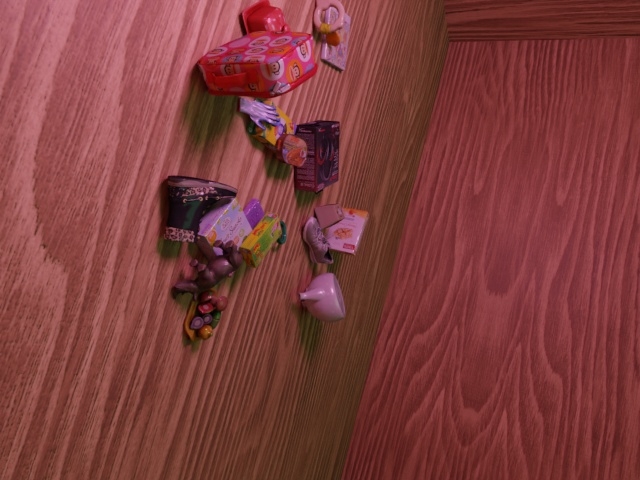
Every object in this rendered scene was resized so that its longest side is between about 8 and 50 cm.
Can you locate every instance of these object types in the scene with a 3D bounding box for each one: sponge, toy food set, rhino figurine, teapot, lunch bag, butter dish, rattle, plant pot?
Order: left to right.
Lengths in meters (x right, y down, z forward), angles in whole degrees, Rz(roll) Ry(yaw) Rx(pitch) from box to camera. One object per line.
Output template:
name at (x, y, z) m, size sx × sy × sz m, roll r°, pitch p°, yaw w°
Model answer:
rhino figurine at (-0.335, 0.098, 1.210) m, size 0.243 × 0.073 × 0.106 m, roll -39°, pitch 138°, yaw -5°
toy food set at (-0.353, 0.225, 1.305) m, size 0.128 × 0.071 × 0.218 m, roll 30°, pitch 74°, yaw -64°
lunch bag at (-0.179, -0.473, 1.108) m, size 0.258 × 0.293 × 0.120 m, roll -51°, pitch 142°, yaw -37°
sponge at (-0.234, -0.039, 1.486) m, size 0.117 × 0.031 × 0.210 m, roll -60°, pitch 148°, yaw -35°
butter dish at (-0.150, -0.663, 1.287) m, size 0.160 × 0.118 × 0.160 m, roll -56°, pitch 147°, yaw -37°
teapot at (0.004, 0.285, 1.957) m, size 0.253 × 0.186 × 0.256 m, roll -87°, pitch 158°, yaw -66°
rattle at (0.040, -0.902, 1.607) m, size 0.142 × 0.130 × 0.200 m, roll -9°, pitch 81°, yaw -58°
plant pot at (0.049, -0.122, 1.915) m, size 0.109 × 0.096 × 0.109 m, roll -22°, pitch 94°, yaw -60°

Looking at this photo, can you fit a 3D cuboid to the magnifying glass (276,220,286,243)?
magnifying glass at (-0.174, -0.043, 1.564) m, size 0.231 × 0.026 × 0.092 m, roll 41°, pitch 48°, yaw -75°

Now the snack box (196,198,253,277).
snack box at (-0.304, -0.012, 1.308) m, size 0.175 × 0.070 × 0.207 m, roll -60°, pitch 148°, yaw -32°

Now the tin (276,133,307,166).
tin at (-0.104, -0.333, 1.500) m, size 0.189 × 0.040 × 0.106 m, roll -3°, pitch 109°, yaw -65°

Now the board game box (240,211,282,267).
board game box at (-0.200, -0.004, 1.395) m, size 0.181 × 0.043 × 0.092 m, roll -58°, pitch 152°, yaw -38°

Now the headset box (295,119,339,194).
headset box at (-0.012, -0.345, 1.718) m, size 0.218 × 0.110 × 0.294 m, roll -36°, pitch 132°, yaw -56°

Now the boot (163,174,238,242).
boot at (-0.346, -0.087, 1.174) m, size 0.236 × 0.085 × 0.179 m, roll 0°, pitch 103°, yaw -58°

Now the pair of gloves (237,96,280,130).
pair of gloves at (-0.191, -0.465, 1.330) m, size 0.159 × 0.023 × 0.198 m, roll 9°, pitch 88°, yaw -37°

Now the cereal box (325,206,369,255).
cereal box at (0.130, -0.049, 2.070) m, size 0.240 × 0.172 × 0.047 m, roll -69°, pitch 153°, yaw -20°

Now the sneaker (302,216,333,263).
sneaker at (0.000, 0.000, 1.886) m, size 0.105 × 0.115 × 0.281 m, roll -60°, pitch 149°, yaw -33°

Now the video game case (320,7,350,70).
video game case at (0.068, -0.874, 1.753) m, size 0.206 × 0.026 × 0.227 m, roll -15°, pitch 115°, yaw -62°

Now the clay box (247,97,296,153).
clay box at (-0.168, -0.397, 1.441) m, size 0.222 × 0.053 × 0.128 m, roll 24°, pitch 79°, yaw -65°
